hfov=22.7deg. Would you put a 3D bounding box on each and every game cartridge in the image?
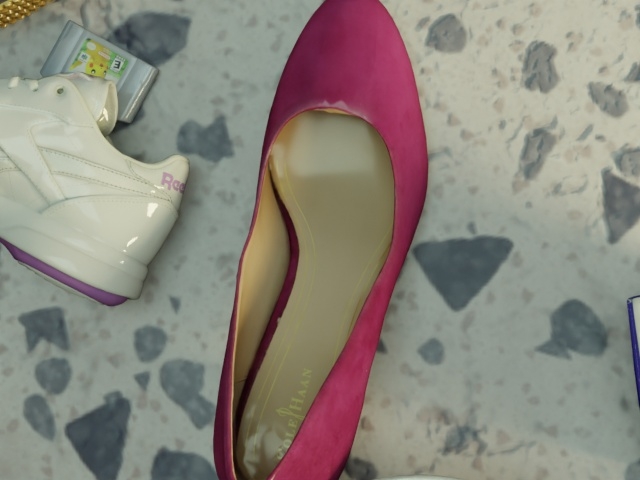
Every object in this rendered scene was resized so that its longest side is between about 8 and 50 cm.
[{"bbox_3d":[-0.172,-0.127,1.225,0.083,0.017,0.056,29,95,11],"label":"game cartridge"}]

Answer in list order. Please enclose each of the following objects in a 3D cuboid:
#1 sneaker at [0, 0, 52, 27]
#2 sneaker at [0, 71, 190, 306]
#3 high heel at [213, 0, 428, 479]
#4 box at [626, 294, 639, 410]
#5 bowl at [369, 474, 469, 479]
[{"bbox_3d":[-0.204,-0.233,1.211,0.185,0.069,0.084,-25,87,6],"label":"sneaker"},{"bbox_3d":[-0.239,-0.079,1.195,0.305,0.114,0.152,31,87,2],"label":"sneaker"},{"bbox_3d":[0.000,0.000,1.101,0.127,0.181,0.377,2,86,10],"label":"high heel"},{"bbox_3d":[0.249,0.095,1.074,0.072,0.137,0.126,-8,85,10],"label":"box"},{"bbox_3d":[0.078,0.305,1.090,0.298,0.134,0.297,-1,86,9],"label":"bowl"}]
